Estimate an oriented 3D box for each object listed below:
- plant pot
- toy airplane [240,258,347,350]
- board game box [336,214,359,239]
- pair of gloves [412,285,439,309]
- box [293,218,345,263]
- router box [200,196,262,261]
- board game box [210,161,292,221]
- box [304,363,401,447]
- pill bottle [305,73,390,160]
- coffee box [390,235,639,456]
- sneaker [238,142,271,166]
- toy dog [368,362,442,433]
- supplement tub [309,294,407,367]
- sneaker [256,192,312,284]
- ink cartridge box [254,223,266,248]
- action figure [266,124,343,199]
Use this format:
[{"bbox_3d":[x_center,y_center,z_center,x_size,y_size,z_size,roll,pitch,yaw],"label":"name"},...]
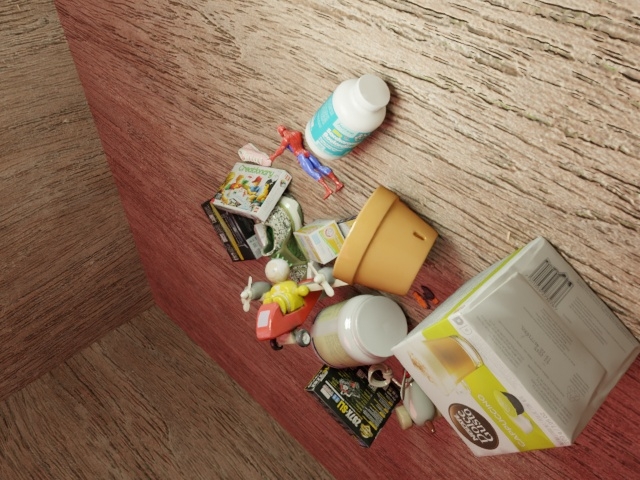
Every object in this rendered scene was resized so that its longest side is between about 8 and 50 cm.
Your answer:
[{"bbox_3d":[0.190,0.022,1.469,0.204,0.290,0.290,29,143,12],"label":"plant pot"},{"bbox_3d":[-0.089,0.167,1.857,0.272,0.386,0.384,61,172,-19],"label":"toy airplane"},{"bbox_3d":[0.155,0.034,1.727,0.165,0.042,0.243,-13,108,57],"label":"board game box"},{"bbox_3d":[0.327,0.180,1.663,0.074,0.010,0.083,49,148,10],"label":"pair of gloves"},{"bbox_3d":[0.000,0.000,1.793,0.114,0.103,0.203,62,167,-12],"label":"box"},{"bbox_3d":[-0.377,-0.058,2.324,0.243,0.081,0.308,-8,113,56],"label":"router box"},{"bbox_3d":[-0.258,-0.183,1.944,0.305,0.192,0.053,16,161,46],"label":"board game box"},{"bbox_3d":[0.133,0.575,2.013,0.322,0.257,0.079,47,152,-10],"label":"box"},{"bbox_3d":[0.074,-0.326,1.397,0.146,0.146,0.264,55,149,0],"label":"pill bottle"},{"bbox_3d":[0.444,0.258,1.260,0.337,0.338,0.334,51,149,8],"label":"coffee box"},{"bbox_3d":[-0.243,-0.299,1.927,0.134,0.070,0.050,39,143,23],"label":"sneaker"},{"bbox_3d":[0.334,0.529,1.826,0.333,0.220,0.161,57,172,-21],"label":"toy dog"},{"bbox_3d":[0.127,0.318,1.849,0.235,0.235,0.325,57,149,-2],"label":"supplement tub"},{"bbox_3d":[-0.152,0.027,2.003,0.158,0.182,0.410,21,136,43],"label":"sneaker"},{"bbox_3d":[-0.222,-0.008,2.148,0.122,0.052,0.088,65,167,7],"label":"ink cartridge box"},{"bbox_3d":[-0.063,-0.242,1.712,0.280,0.091,0.139,53,140,4],"label":"action figure"}]
